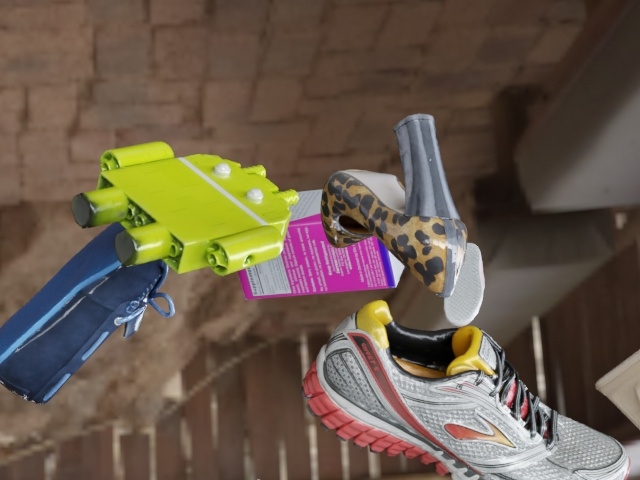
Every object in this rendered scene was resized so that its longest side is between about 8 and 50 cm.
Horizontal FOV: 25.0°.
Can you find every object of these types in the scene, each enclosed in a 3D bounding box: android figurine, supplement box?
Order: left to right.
[{"bbox_3d":[-0.147,-0.040,1.704,0.273,0.248,0.056,-15,131,-41],"label":"android figurine"},{"bbox_3d":[0.000,0.000,1.952,0.220,0.114,0.111,-4,-154,20],"label":"supplement box"}]

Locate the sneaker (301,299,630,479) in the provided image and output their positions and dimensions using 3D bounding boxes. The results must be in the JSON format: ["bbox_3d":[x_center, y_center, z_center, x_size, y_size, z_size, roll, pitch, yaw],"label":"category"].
[{"bbox_3d":[0.105,0.112,0.957,0.225,0.088,0.092,22,118,-9],"label":"sneaker"}]

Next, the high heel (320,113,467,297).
[{"bbox_3d":[0.067,0.009,1.500,0.093,0.186,0.261,0,156,-22],"label":"high heel"}]

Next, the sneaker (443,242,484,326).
[{"bbox_3d":[0.199,0.075,1.970,0.051,0.134,0.070,3,140,11],"label":"sneaker"}]

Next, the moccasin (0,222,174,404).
[{"bbox_3d":[-0.278,0.075,1.877,0.342,0.137,0.117,-39,116,6],"label":"moccasin"}]

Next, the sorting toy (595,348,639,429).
[{"bbox_3d":[0.437,0.173,1.577,0.193,0.208,0.038,-45,-175,36],"label":"sorting toy"}]

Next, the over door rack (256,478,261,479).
[{"bbox_3d":[0.003,0.501,1.951,0.324,0.239,0.108,32,171,-29],"label":"over door rack"}]
